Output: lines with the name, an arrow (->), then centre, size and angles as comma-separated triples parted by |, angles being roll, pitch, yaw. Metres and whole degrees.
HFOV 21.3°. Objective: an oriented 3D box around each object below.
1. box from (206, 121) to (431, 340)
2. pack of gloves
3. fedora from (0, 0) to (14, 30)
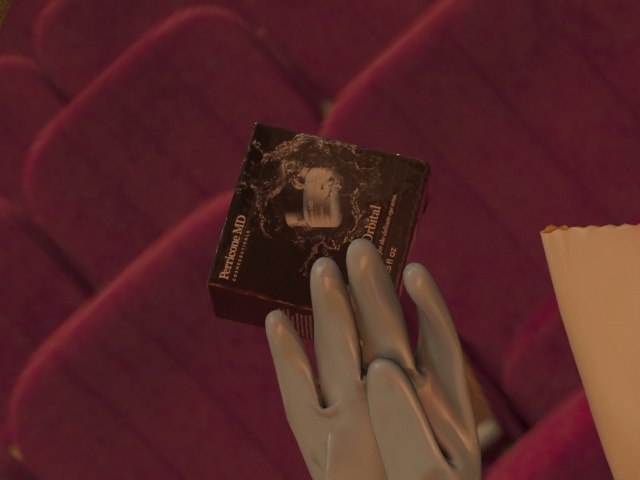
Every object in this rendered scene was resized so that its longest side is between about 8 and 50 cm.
box -> 0.000, 0.000, 1.457 | 0.093, 0.158, 0.156 | 85, -161, -71
pack of gloves -> 0.083, 0.103, 0.592 | 0.195, 0.232, 0.046 | -2, 13, 32
fedora -> -0.373, -0.211, 1.554 | 0.275, 0.124, 0.244 | -50, 40, -3
